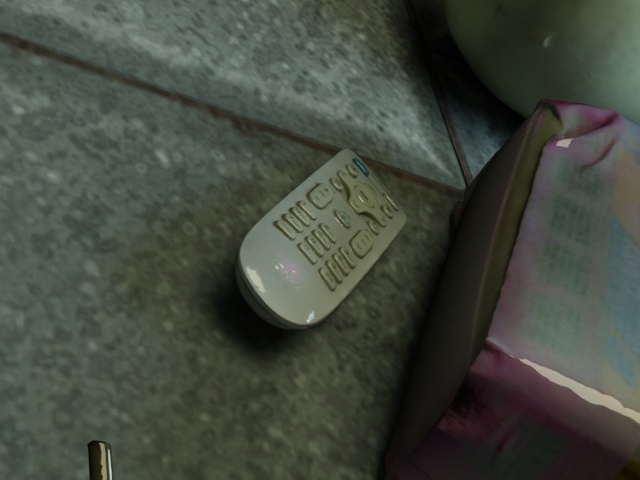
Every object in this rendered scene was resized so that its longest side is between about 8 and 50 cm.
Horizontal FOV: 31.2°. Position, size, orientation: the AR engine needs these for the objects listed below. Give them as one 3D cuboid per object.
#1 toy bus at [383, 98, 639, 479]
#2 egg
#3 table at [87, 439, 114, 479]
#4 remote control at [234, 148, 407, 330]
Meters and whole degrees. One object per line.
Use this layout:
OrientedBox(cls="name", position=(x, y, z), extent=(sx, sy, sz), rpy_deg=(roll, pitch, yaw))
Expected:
OrientedBox(cls="toy bus", position=(0.167, 0.039, 0.773), extent=(0.162, 0.171, 0.386), rpy_deg=(35, 36, -7))
OrientedBox(cls="egg", position=(0.269, -0.222, 1.033), extent=(0.345, 0.283, 0.283), rpy_deg=(34, 37, -26))
OrientedBox(cls="table", position=(-0.028, 0.169, 0.494), extent=(0.240, 0.121, 0.111), rpy_deg=(19, 42, -31))
OrientedBox(cls="remote control", position=(0.000, 0.000, 0.758), extent=(0.073, 0.044, 0.229), rpy_deg=(47, 28, -2))
